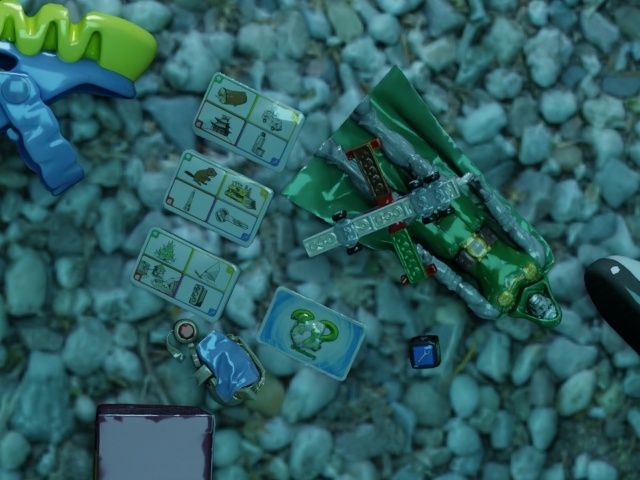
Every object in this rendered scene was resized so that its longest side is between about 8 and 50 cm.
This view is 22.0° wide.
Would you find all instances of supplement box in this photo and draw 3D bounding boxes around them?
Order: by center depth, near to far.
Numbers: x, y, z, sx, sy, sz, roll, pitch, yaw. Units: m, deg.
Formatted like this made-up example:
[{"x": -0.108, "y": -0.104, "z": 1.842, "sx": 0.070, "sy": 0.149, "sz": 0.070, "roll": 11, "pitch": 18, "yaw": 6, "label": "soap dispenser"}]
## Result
[{"x": -0.122, "y": 0.171, "z": 1.175, "sx": 0.080, "sy": 0.188, "sz": 0.104, "roll": 2, "pitch": 86, "yaw": -8, "label": "supplement box"}]

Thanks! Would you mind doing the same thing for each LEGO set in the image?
[{"x": 0.000, "y": 0.000, "z": 1.252, "sx": 0.244, "sy": 0.060, "sz": 0.182, "roll": 25, "pitch": 106, "yaw": 6, "label": "LEGO set"}]

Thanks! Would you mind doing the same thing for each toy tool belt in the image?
[{"x": -0.079, "y": 0.091, "z": 1.256, "sx": 0.052, "sy": 0.051, "sz": 0.083, "roll": -44, "pitch": 93, "yaw": -9, "label": "toy tool belt"}]

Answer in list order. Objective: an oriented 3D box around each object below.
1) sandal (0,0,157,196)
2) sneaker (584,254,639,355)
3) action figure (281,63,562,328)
[{"x": -0.284, "y": -0.113, "z": 1.209, "sx": 0.317, "sy": 0.126, "sz": 0.138, "roll": 7, "pitch": 89, "yaw": -7, "label": "sandal"}, {"x": 0.344, "y": 0.064, "z": 1.306, "sx": 0.270, "sy": 0.090, "sz": 0.145, "roll": 40, "pitch": 80, "yaw": -7, "label": "sneaker"}, {"x": 0.101, "y": -0.013, "z": 1.286, "sx": 0.232, "sy": 0.063, "sz": 0.137, "roll": 41, "pitch": 92, "yaw": -1, "label": "action figure"}]
